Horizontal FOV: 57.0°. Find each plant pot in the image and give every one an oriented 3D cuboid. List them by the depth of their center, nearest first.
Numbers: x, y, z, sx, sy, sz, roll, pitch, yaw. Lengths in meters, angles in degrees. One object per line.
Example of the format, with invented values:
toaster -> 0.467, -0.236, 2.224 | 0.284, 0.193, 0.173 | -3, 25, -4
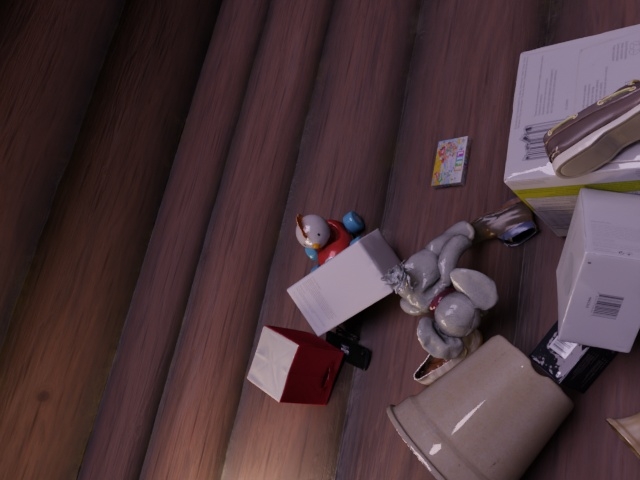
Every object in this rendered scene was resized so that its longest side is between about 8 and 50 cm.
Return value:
plant pot -> 0.373, 0.391, 1.310 | 0.305, 0.334, 0.334 | -45, 43, 2

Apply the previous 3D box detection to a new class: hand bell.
hand bell -> 0.701, 0.328, 1.156 | 0.242, 0.126, 0.126 | -41, 44, 6

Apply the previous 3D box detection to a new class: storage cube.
storage cube -> -0.081, 0.385, 1.822 | 0.215, 0.193, 0.183 | 20, 91, 48

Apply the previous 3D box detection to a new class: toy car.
toy car -> 0.000, 0.000, 1.920 | 0.219, 0.238, 0.210 | -36, 48, 28

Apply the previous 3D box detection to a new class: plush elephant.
plush elephant -> 0.326, 0.138, 1.507 | 0.255, 0.330, 0.271 | 47, 122, 18

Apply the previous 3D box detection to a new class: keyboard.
keyboard -> 0.089, 0.325, 1.826 | 0.192, 0.038, 0.100 | 17, 106, 47

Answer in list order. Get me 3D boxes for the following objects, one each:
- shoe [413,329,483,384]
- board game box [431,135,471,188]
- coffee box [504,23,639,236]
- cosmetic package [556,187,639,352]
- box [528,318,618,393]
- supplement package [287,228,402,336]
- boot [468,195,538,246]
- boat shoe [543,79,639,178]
shoe -> 0.334, 0.308, 1.553 | 0.219, 0.058, 0.076 | -45, 44, 19
board game box -> 0.399, -0.237, 1.797 | 0.104, 0.026, 0.154 | -4, 67, 44
coffee box -> 0.649, -0.223, 1.301 | 0.338, 0.334, 0.337 | -3, 67, 43
cosmetic package -> 0.556, 0.054, 1.155 | 0.138, 0.223, 0.224 | 9, 39, 13
box -> 0.561, 0.236, 1.283 | 0.156, 0.158, 0.093 | -54, 44, 9
supplement package -> 0.084, 0.125, 1.771 | 0.293, 0.175, 0.177 | -35, 87, 28
boot -> 0.469, -0.021, 1.572 | 0.219, 0.082, 0.106 | -37, 45, 24
boat shoe -> 0.559, -0.234, 1.062 | 0.324, 0.117, 0.096 | -34, 52, 33
